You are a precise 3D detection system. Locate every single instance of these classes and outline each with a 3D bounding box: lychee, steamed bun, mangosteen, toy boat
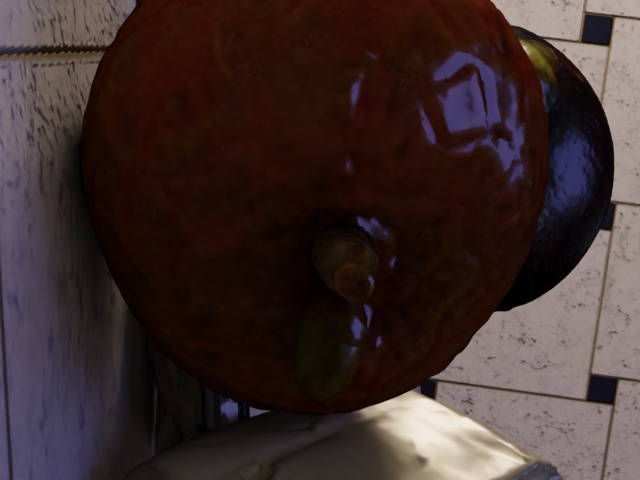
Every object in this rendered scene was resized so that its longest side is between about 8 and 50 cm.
[{"bbox_3d":[0.000,-0.034,0.861,0.300,0.255,0.255,-123,-159,-51],"label":"lychee"},{"bbox_3d":[0.017,0.183,0.911,0.200,0.225,0.170,30,-52,44],"label":"steamed bun"},{"bbox_3d":[0.126,-0.083,1.671,0.330,0.330,0.330,-1,90,-83],"label":"mangosteen"},{"bbox_3d":[-0.072,0.026,1.002,0.084,0.066,0.210,143,-55,-62],"label":"toy boat"}]
